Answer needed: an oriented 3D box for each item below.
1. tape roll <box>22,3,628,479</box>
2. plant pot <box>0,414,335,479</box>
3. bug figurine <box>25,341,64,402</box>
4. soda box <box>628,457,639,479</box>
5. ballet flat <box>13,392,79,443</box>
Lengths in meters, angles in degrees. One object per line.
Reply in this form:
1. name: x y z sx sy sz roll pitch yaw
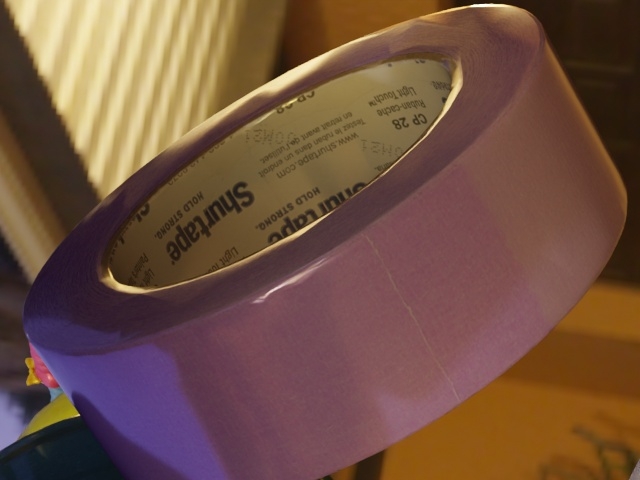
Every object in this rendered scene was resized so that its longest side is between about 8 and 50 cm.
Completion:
1. tape roll: 0.000 0.000 0.842 0.090 0.274 0.275 59 -151 -19
2. plant pot: -0.069 0.257 0.881 0.255 0.271 0.272 -126 35 -63
3. bug figurine: -0.252 0.193 1.813 0.216 0.072 0.279 89 171 -49
4. soda box: 0.285 0.254 1.541 0.069 0.074 0.216 -15 -49 -59
5. ballet flat: -0.208 0.211 1.236 0.077 0.077 0.231 19 -104 -41
